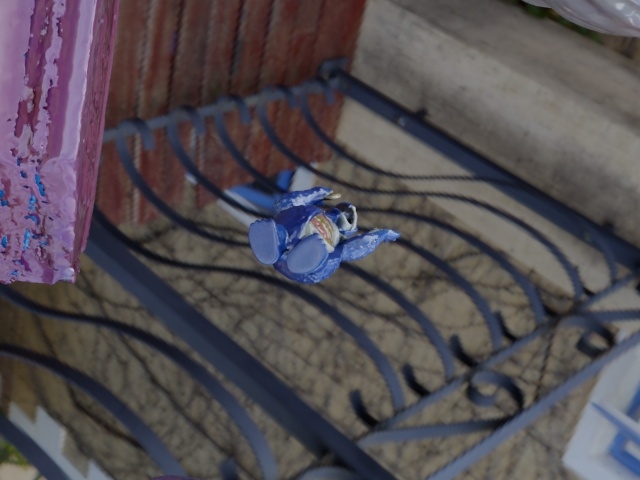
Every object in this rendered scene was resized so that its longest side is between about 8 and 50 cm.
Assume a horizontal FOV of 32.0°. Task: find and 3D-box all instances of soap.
[{"bbox_3d":[-0.195,-0.096,0.744,0.162,0.099,0.249,-131,-130,-81],"label":"soap"}]

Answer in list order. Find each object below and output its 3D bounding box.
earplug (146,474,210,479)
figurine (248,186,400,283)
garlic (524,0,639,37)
[{"bbox_3d":[-0.090,0.372,1.249,0.215,0.456,0.215,1,88,-39],"label":"earplug"},{"bbox_3d":[-0.009,-0.003,1.722,0.262,0.164,0.120,-13,134,-54],"label":"figurine"},{"bbox_3d":[0.191,-0.252,0.584,0.259,0.317,0.317,32,93,-24],"label":"garlic"}]
